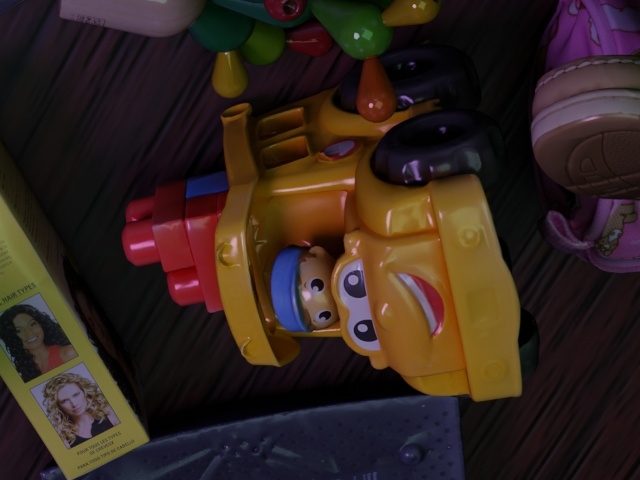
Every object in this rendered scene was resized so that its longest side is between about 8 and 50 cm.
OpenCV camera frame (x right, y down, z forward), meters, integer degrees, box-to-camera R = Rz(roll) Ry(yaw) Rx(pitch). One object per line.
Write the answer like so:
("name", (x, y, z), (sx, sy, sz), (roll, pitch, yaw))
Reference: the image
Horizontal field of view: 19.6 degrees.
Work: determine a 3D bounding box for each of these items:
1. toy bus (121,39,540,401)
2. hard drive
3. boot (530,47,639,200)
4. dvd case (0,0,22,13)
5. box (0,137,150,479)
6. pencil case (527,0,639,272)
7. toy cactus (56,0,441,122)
("toy bus", (0.000, 0.000, 0.999), (0.211, 0.220, 0.149), (-11, 115, -1))
("hard drive", (-0.036, 0.176, 1.148), (0.255, 0.054, 0.172), (-10, 114, -7))
("boot", (0.181, -0.125, 0.876), (0.262, 0.095, 0.203), (0, 80, -44))
("dvd case", (-0.261, -0.162, 0.982), (0.221, 0.018, 0.164), (-30, 114, 3))
("box", (-0.174, 0.018, 1.039), (0.058, 0.087, 0.232), (-27, 116, 3))
("pencil case", (0.308, -0.066, 1.063), (0.386, 0.167, 0.160), (0, 137, -11))
("toy cactus", (-0.043, -0.117, 0.942), (0.181, 0.219, 0.112), (1, 93, -12))
